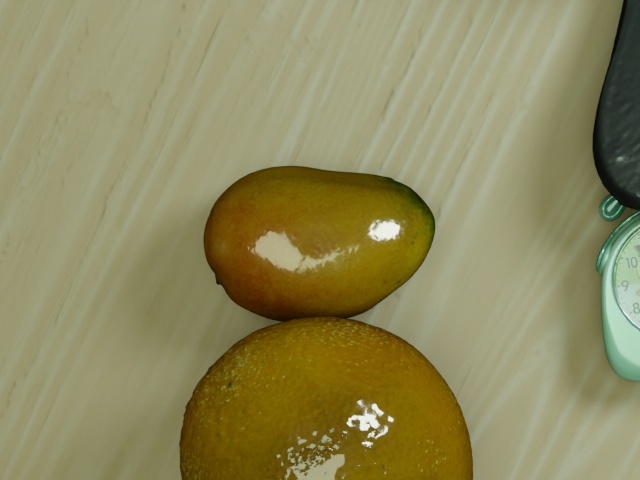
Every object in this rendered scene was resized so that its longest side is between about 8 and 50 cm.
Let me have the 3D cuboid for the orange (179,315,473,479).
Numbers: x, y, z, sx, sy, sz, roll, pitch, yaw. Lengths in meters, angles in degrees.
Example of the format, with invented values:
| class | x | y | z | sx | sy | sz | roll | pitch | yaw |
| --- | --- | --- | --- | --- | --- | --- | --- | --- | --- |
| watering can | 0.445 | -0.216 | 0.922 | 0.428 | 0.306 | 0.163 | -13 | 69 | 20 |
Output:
| class | x | y | z | sx | sy | sz | roll | pitch | yaw |
| --- | --- | --- | --- | --- | --- | --- | --- | --- | --- |
| orange | 0.007 | 0.200 | 1.554 | 0.274 | 0.274 | 0.274 | 0 | 93 | 11 |

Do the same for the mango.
| class | x | y | z | sx | sy | sz | roll | pitch | yaw |
| --- | --- | --- | --- | --- | --- | --- | --- | --- | --- |
| mango | -0.002 | 0.006 | 1.619 | 0.221 | 0.120 | 0.152 | 6 | 85 | 2 |

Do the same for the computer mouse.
| class | x | y | z | sx | sy | sz | roll | pitch | yaw |
| --- | --- | --- | --- | --- | --- | --- | --- | --- | --- |
| computer mouse | 0.333 | -0.149 | 1.565 | 0.137 | 0.086 | 0.270 | 13 | 83 | 17 |

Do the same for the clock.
| class | x | y | z | sx | sy | sz | roll | pitch | yaw |
| --- | --- | --- | --- | --- | --- | --- | --- | --- | --- |
| clock | 0.335 | 0.035 | 1.586 | 0.148 | 0.060 | 0.189 | -7 | 91 | 12 |
